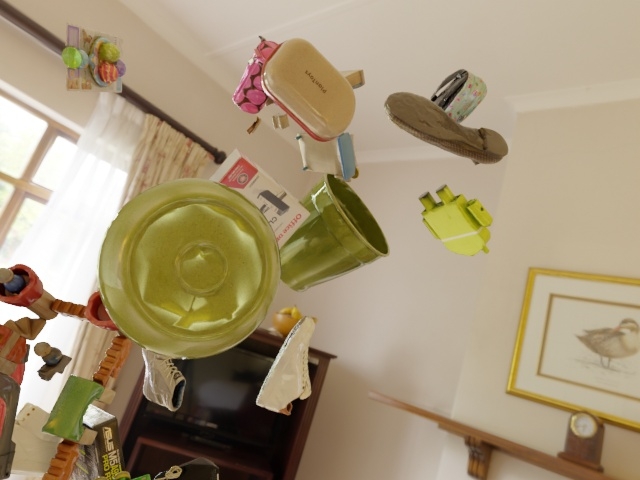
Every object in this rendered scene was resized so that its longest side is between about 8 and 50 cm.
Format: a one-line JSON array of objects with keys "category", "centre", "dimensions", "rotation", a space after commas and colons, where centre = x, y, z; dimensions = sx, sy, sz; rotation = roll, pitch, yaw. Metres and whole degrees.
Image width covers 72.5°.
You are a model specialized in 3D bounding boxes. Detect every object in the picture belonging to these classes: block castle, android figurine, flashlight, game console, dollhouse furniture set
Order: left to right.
[{"category": "flashlight", "centre": [-0.756, 0.391, 1.008], "dimensions": [0.103, 0.304, 0.103], "rotation": [4, -15, -2]}, {"category": "block castle", "centre": [-0.572, 0.280, 0.822], "dimensions": [0.302, 0.454, 0.213], "rotation": [13, -30, 7]}, {"category": "game console", "centre": [-0.313, 0.732, 1.052], "dimensions": [0.043, 0.362, 0.213], "rotation": [-14, -17, 19]}, {"category": "dollhouse furniture set", "centre": [0.011, -0.359, 1.401], "dimensions": [0.286, 0.198, 0.304], "rotation": [14, -51, 39]}, {"category": "android figurine", "centre": [0.439, -0.055, 1.411], "dimensions": [0.273, 0.056, 0.248], "rotation": [49, -27, -9]}]

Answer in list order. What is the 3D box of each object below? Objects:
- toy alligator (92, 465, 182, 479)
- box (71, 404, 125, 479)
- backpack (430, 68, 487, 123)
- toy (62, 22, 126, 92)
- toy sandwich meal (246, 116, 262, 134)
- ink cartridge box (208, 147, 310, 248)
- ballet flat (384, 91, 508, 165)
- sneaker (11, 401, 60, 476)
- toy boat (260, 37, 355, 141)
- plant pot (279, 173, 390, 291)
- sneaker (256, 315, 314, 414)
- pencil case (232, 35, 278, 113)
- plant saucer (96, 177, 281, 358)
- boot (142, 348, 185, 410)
[{"category": "toy alligator", "centre": [-0.350, 0.457, 0.791], "dimensions": [0.189, 0.052, 0.056], "rotation": [1, 20, -29]}, {"category": "box", "centre": [-0.591, 0.550, 1.135], "dimensions": [0.270, 0.217, 0.060], "rotation": [-8, 1, 45]}, {"category": "backpack", "centre": [0.436, -0.450, 1.395], "dimensions": [0.115, 0.152, 0.182], "rotation": [22, -47, -20]}, {"category": "toy", "centre": [-0.508, -0.417, 1.030], "dimensions": [0.056, 0.137, 0.237], "rotation": [12, 18, 3]}, {"category": "toy sandwich meal", "centre": [-0.279, -0.485, 1.836], "dimensions": [0.029, 0.086, 0.085], "rotation": [34, -19, -17]}, {"category": "ink cartridge box", "centre": [-0.196, -0.099, 1.273], "dimensions": [0.272, 0.197, 0.114], "rotation": [38, 8, -30]}, {"category": "ballet flat", "centre": [0.209, -0.180, 0.741], "dimensions": [0.249, 0.084, 0.058], "rotation": [13, -27, -23]}, {"category": "sneaker", "centre": [-0.839, 0.509, 1.151], "dimensions": [0.292, 0.169, 0.108], "rotation": [26, -43, -28]}, {"category": "toy boat", "centre": [-0.035, -0.325, 0.991], "dimensions": [0.231, 0.151, 0.151], "rotation": [41, -17, -19]}, {"category": "plant pot", "centre": [0.000, 0.000, 1.583], "dimensions": [0.353, 0.367, 0.366], "rotation": [-36, -41, 18]}, {"category": "sneaker", "centre": [-0.060, 0.335, 1.160], "dimensions": [0.123, 0.290, 0.106], "rotation": [26, 17, -1]}, {"category": "pencil case", "centre": [-0.164, -0.421, 1.141], "dimensions": [0.095, 0.098, 0.209], "rotation": [57, -38, 8]}, {"category": "plant saucer", "centre": [-0.157, 0.034, 0.569], "dimensions": [0.240, 0.241, 0.037], "rotation": [25, -15, -23]}, {"category": "boot", "centre": [-0.442, 0.369, 1.270], "dimensions": [0.123, 0.259, 0.095], "rotation": [17, 22, 23]}]
